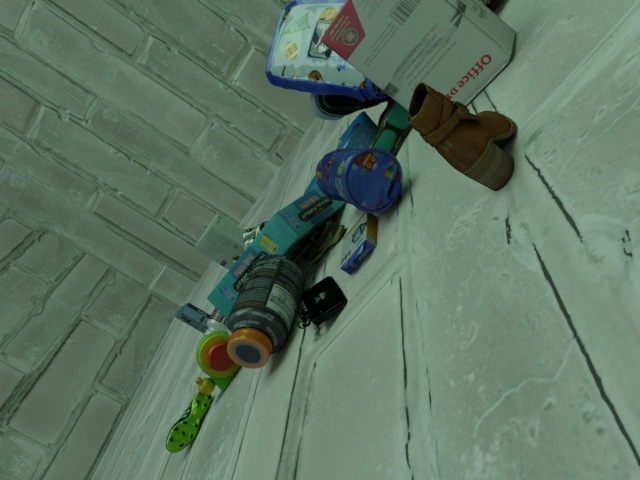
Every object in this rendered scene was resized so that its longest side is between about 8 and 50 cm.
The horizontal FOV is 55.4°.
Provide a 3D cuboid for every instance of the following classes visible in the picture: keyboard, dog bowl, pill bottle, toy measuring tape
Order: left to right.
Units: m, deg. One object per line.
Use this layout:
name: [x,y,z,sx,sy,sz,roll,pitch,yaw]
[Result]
pill bottle: [-0.287,0.234,1.835,0.152,0.086,0.086,-61,13,-23]
toy measuring tape: [-0.219,0.228,1.519,0.330,0.121,0.121,-59,12,-11]
pill bottle: [-0.119,0.150,1.282,0.130,0.130,0.246,-48,14,36]
keyboard: [0.001,0.125,1.147,0.100,0.038,0.192,-33,12,0]
dog bowl: [0.059,-0.201,1.634,0.297,0.074,0.166,-55,12,7]

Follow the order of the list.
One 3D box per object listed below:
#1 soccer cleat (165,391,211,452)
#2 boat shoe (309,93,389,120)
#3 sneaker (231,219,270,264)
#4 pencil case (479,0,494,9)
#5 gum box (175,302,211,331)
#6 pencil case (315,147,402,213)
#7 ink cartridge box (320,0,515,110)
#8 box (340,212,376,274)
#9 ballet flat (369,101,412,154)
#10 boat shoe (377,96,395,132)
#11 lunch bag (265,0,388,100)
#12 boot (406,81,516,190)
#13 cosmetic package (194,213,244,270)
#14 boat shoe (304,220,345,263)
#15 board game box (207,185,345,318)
soccer cleat: [-0.324,0.452,1.509,0.179,0.060,0.072,-59,1,-44]
boat shoe: [0.112,-0.391,1.601,0.301,0.108,0.102,-18,6,-30]
sneaker: [-0.150,-0.005,1.787,0.330,0.146,0.122,-49,13,27]
pencil case: [0.351,-0.606,1.314,0.410,0.160,0.183,-57,-10,-3]
gum box: [-0.381,0.262,1.965,0.041,0.157,0.184,-62,13,-20]
pencil case: [0.076,-0.127,1.236,0.306,0.133,0.119,-139,67,-77]
ink cartridge box: [0.176,-0.369,1.106,0.207,0.283,0.117,-45,13,43]
box: [0.072,0.006,1.153,0.081,0.028,0.136,-51,16,27]
ballet flat: [0.162,-0.245,1.377,0.188,0.070,0.070,-55,12,-10]
boat shoe: [0.187,-0.321,1.530,0.056,0.048,0.153,-19,44,51]
lunch bag: [0.088,-0.498,1.482,0.327,0.239,0.385,18,60,34]
boot: [0.188,-0.163,0.829,0.073,0.152,0.197,-50,14,29]
cosmetic package: [-0.270,0.030,1.946,0.117,0.231,0.085,-49,14,33]
boat shoe: [0.000,0.000,1.396,0.152,0.049,0.056,-46,16,43]
board game box: [-0.107,0.023,1.506,0.336,0.079,0.254,-47,-5,36]
